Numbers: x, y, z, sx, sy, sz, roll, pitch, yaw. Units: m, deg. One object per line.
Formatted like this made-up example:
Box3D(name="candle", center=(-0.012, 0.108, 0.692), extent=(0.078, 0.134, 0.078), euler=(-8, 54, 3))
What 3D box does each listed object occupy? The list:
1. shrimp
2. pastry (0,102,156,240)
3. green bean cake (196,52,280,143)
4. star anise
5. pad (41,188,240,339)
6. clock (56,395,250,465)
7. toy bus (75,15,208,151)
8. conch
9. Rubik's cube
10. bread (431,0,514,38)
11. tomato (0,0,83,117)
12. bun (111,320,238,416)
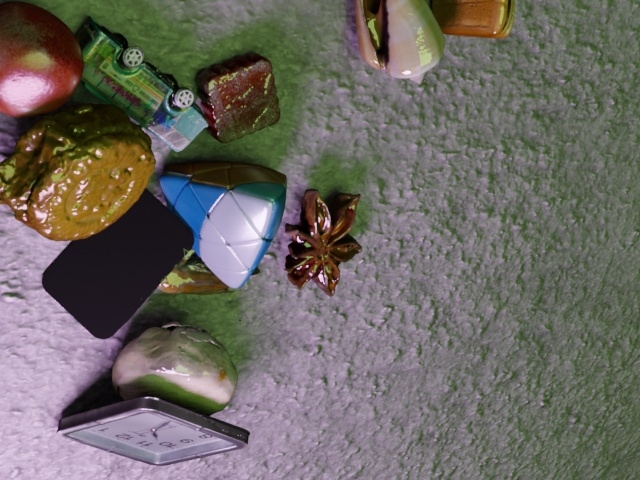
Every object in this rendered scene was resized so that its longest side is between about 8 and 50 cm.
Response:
Box3D(name="shrimp", center=(-0.225, 0.020, 1.831), extent=(0.253, 0.058, 0.173), euler=(-3, 107, -33))
Box3D(name="pastry", center=(-0.377, -0.106, 1.539), extent=(0.240, 0.132, 0.235), euler=(-52, 165, 2))
Box3D(name="green bean cake", center=(-0.145, -0.252, 1.731), extent=(0.135, 0.056, 0.136), euler=(-26, 127, -23))
Box3D(name="star anise", center=(0.002, -0.007, 1.949), extent=(0.214, 0.099, 0.220), euler=(15, 100, -54))
Box3D(name="pad", center=(-0.294, 0.089, 1.725), extent=(0.323, 0.055, 0.250), euler=(44, 86, -16))
Box3D(name="clock", center=(-0.312, 0.356, 1.849), extent=(0.273, 0.278, 0.049), euler=(32, 50, -42))
Box3D(name="toy bus", center=(-0.297, -0.253, 1.607), extent=(0.109, 0.091, 0.261), euler=(-48, 130, 5))
Box3D(name="conch", center=(0.140, -0.410, 1.824), extent=(0.158, 0.127, 0.255), euler=(-15, 103, 6))
Box3D(name="Rubik's cube", center=(-0.141, -0.039, 1.782), extent=(0.254, 0.254, 0.255), euler=(-16, 123, -27))
Box3D(name="bread", center=(0.289, -0.440, 1.838), extent=(0.077, 0.200, 0.116), euler=(-1, 102, -33))
Box3D(name="tomato", center=(-0.436, -0.272, 1.448), extent=(0.167, 0.167, 0.167), euler=(-16, 123, -27))
Box3D(name="bun", center=(-0.271, 0.238, 1.836), extent=(0.239, 0.141, 0.239), euler=(-1, 145, -1))
